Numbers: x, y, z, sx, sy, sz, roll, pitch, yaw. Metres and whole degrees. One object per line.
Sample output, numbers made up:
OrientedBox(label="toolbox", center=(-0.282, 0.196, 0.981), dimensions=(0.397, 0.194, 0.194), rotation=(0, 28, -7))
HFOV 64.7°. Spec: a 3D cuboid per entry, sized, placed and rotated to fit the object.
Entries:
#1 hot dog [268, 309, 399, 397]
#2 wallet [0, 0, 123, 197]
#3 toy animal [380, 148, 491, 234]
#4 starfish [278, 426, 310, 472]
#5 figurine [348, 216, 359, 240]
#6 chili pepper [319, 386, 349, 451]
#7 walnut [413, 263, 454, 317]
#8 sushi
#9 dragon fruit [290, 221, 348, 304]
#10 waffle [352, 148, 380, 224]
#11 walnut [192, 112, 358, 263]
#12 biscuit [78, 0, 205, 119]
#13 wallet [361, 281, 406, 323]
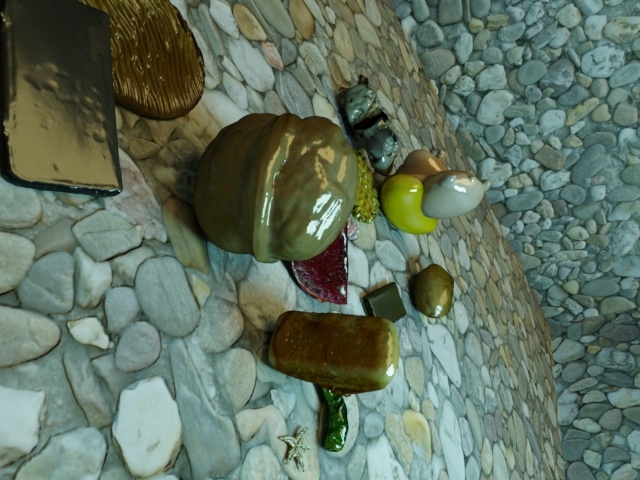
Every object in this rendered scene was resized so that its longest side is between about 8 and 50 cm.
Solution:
OrientedBox(label="hot dog", center=(0.038, 0.215, 0.971), dimensions=(0.153, 0.257, 0.150), rotation=(48, 48, -54))
OrientedBox(label="wallet", center=(-0.377, -0.218, 0.734), dimensions=(0.165, 0.042, 0.309), rotation=(3, 76, -47))
OrientedBox(label="toy animal", center=(0.330, -0.192, 1.615), dimensions=(0.278, 0.345, 0.246), rotation=(25, 56, -29))
OrientedBox(label="starfish", center=(-0.045, 0.386, 0.954), dimensions=(0.086, 0.016, 0.092), rotation=(59, 37, -20))
OrientedBox(label="figurine", center=(0.055, -0.047, 1.349), dimensions=(0.129, 0.054, 0.072), rotation=(53, 48, -39))
OrientedBox(label="chili pepper", center=(0.023, 0.344, 1.055), dimensions=(0.073, 0.050, 0.182), rotation=(3, 67, -48))
OrientedBox(label="walnut", center=(0.371, 0.161, 1.648), dimensions=(0.137, 0.137, 0.245), rotation=(52, 34, -27))
OrientedBox(label="sushi", center=(0.161, -0.365, 1.605), dimensions=(0.331, 0.124, 0.130), rotation=(68, 9, 21))
OrientedBox(label="dragon fruit", center=(0.000, 0.000, 1.170), dimensions=(0.211, 0.134, 0.261), rotation=(-75, 163, -67))
OrientedBox(label="waffle", center=(0.112, -0.163, 1.508), dimensions=(0.231, 0.051, 0.229), rotation=(66, 28, -7))
OrientedBox(label="walnut", center=(-0.083, -0.090, 0.922), dimensions=(0.285, 0.297, 0.284), rotation=(9, 90, -81))
OrientedBox(label="biscuit", center=(-0.335, -0.373, 0.928), dimensions=(0.318, 0.040, 0.317), rotation=(35, 45, -43))
OrientedBox(label="wallet", center=(0.181, 0.187, 1.421), dimensions=(0.198, 0.031, 0.110), rotation=(-15, 85, -59))
